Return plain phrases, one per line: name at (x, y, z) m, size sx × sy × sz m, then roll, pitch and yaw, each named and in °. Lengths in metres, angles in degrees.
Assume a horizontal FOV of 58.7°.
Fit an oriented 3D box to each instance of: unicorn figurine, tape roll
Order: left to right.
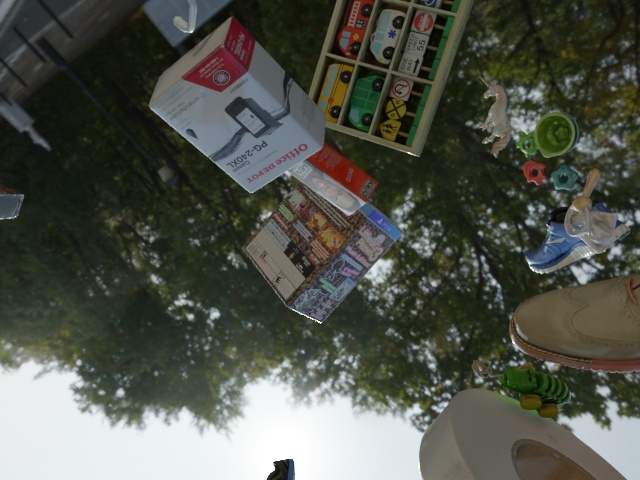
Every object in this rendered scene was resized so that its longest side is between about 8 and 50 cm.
unicorn figurine at (0.403, -0.283, 1.307) m, size 0.060 × 0.162 × 0.111 m, roll -15°, pitch 158°, yaw -18°
tape roll at (0.293, 0.336, 0.669) m, size 0.072 × 0.392 × 0.392 m, roll -57°, pitch -158°, yaw 16°

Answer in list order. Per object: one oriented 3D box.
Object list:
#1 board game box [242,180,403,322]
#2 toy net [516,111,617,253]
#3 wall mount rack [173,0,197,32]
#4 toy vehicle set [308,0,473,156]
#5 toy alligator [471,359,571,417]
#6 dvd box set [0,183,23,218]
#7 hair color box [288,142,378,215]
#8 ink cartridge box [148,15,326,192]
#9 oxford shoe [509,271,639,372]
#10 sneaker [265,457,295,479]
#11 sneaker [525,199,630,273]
board game box at (0.000, 0.000, 1.336) m, size 0.291 × 0.141 × 0.232 m, roll -48°, pitch -130°, yaw 6°
toy net at (0.388, -0.084, 0.912) m, size 0.045 × 0.232 × 0.122 m, roll -13°, pitch 172°, yaw -40°
wall mount rack at (-0.265, -0.540, 1.009) m, size 0.350 × 0.304 × 0.130 m, roll -47°, pitch 179°, yaw -26°
toy vehicle set at (0.092, -0.260, 0.735) m, size 0.166 × 0.035 × 0.267 m, roll 21°, pitch -81°, yaw 19°
toy alligator at (0.293, 0.198, 0.791) m, size 0.051 × 0.189 × 0.056 m, roll -39°, pitch -146°, yaw 38°
dvd box set at (-0.850, -0.144, 1.088) m, size 0.307 × 0.420 × 0.062 m, roll -25°, pitch 139°, yaw -80°
hair color box at (0.010, -0.102, 0.863) m, size 0.043 × 0.141 × 0.072 m, roll -59°, pitch -171°, yaw -23°
ink cartridge box at (-0.081, -0.134, 0.595) m, size 0.109 × 0.150 × 0.063 m, roll -28°, pitch -141°, yaw 28°
oxford shoe at (0.433, 0.063, 0.708) m, size 0.397 × 0.146 × 0.140 m, roll -12°, pitch -142°, yaw 21°
sneaker at (-0.109, 0.648, 1.475) m, size 0.078 × 0.067 × 0.188 m, roll -3°, pitch -151°, yaw 7°
sneaker at (0.664, -0.017, 1.531) m, size 0.130 × 0.147 × 0.330 m, roll -26°, pitch 169°, yaw -26°
